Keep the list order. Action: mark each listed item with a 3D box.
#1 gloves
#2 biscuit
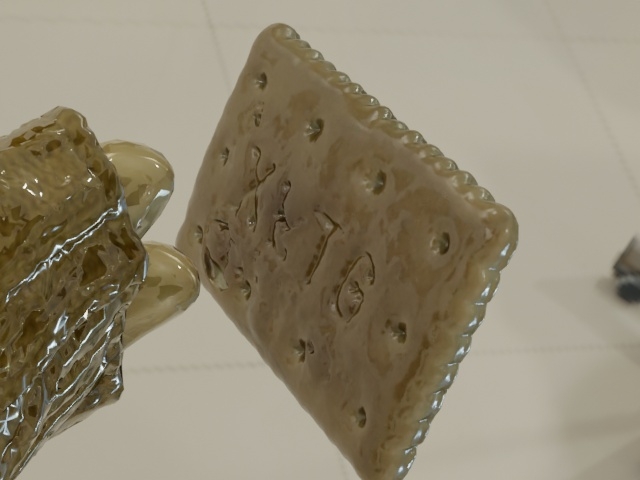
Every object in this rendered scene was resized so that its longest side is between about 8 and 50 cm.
[{"bbox_3d":[-0.195,0.054,0.392,0.356,0.155,0.203,-19,34,-21],"label":"gloves"},{"bbox_3d":[0.000,0.000,1.097,0.044,0.217,0.325,6,27,-37],"label":"biscuit"}]
